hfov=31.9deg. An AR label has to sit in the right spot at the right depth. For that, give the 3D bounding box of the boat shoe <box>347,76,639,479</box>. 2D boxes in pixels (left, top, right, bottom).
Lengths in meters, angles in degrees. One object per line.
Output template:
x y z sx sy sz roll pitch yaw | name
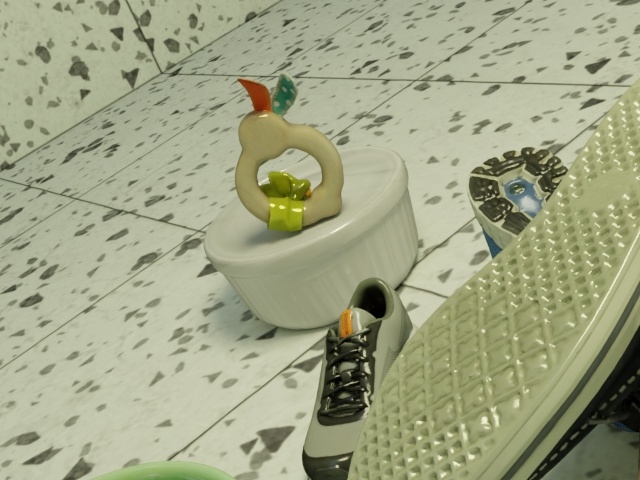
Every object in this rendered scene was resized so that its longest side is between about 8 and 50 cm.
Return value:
0.215 0.060 0.867 0.500 0.156 0.187 -49 27 -17 | boat shoe

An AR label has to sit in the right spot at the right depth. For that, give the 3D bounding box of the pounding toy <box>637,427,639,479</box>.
0.351 0.135 0.824 0.206 0.094 0.181 -23 17 26 | pounding toy

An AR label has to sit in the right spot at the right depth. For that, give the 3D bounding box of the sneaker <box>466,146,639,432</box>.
0.248 0.054 1.074 0.129 0.147 0.330 -22 43 2 | sneaker

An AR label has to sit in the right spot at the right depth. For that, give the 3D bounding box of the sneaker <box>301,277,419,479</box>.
0.033 0.140 1.119 0.100 0.108 0.271 -12 28 23 | sneaker

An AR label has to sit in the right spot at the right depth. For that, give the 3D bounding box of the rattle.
-0.045 -0.122 1.298 0.130 0.200 0.143 -15 26 21 | rattle

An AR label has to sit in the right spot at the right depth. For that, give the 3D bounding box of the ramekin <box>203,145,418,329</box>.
0.000 0.000 1.411 0.273 0.127 0.273 -21 25 10 | ramekin

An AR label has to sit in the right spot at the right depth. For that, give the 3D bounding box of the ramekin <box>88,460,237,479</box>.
-0.157 0.326 0.862 0.303 0.148 0.303 -21 24 10 | ramekin
